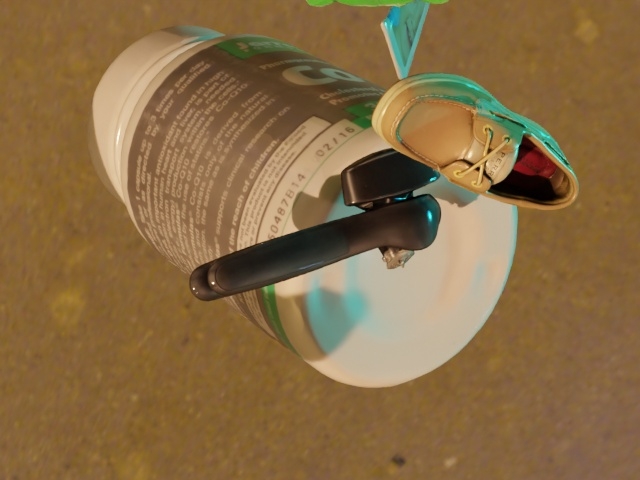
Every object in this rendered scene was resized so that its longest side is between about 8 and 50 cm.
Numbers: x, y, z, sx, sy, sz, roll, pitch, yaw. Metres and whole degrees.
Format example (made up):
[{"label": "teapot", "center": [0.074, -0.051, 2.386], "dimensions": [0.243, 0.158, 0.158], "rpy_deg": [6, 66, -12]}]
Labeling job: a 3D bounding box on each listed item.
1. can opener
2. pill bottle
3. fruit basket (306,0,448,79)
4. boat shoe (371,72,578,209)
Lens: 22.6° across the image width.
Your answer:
[{"label": "can opener", "center": [0.000, 0.000, 1.006], "dimensions": [0.186, 0.059, 0.073], "rpy_deg": [-23, 84, -27]}, {"label": "pill bottle", "center": [-0.031, -0.045, 1.254], "dimensions": [0.204, 0.204, 0.361], "rpy_deg": [-17, 29, -29]}, {"label": "fruit basket", "center": [0.075, -0.344, 1.128], "dimensions": [0.165, 0.327, 0.353], "rpy_deg": [7, 49, 27]}, {"label": "boat shoe", "center": [0.085, -0.049, 0.827], "dimensions": [0.135, 0.050, 0.045], "rpy_deg": [14, 25, -40]}]
